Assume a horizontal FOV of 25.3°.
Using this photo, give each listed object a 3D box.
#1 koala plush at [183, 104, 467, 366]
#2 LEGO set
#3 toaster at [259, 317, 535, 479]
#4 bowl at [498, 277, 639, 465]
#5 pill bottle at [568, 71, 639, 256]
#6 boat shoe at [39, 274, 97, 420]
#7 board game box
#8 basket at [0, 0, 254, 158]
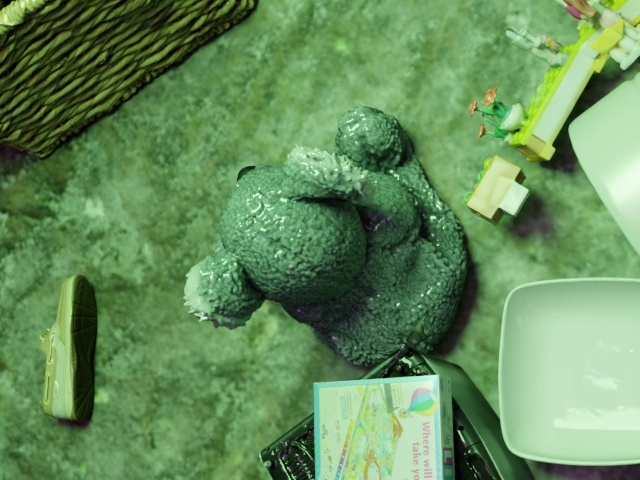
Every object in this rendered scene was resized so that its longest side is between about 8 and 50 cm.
[{"bbox_3d":[0.000,0.000,1.125,0.196,0.221,0.203,-44,66,13],"label":"koala plush"},{"bbox_3d":[0.175,-0.153,1.095,0.107,0.132,0.287,31,121,-10],"label":"LEGO set"},{"bbox_3d":[0.071,0.186,1.119,0.185,0.110,0.168,-39,67,16],"label":"toaster"},{"bbox_3d":[0.212,0.102,1.096,0.142,0.053,0.142,-2,79,26],"label":"bowl"},{"bbox_3d":[0.377,-0.119,0.952,0.392,0.224,0.224,-38,67,19],"label":"pill bottle"},{"bbox_3d":[-0.238,0.099,1.323,0.045,0.050,0.135,-2,80,21],"label":"boat shoe"},{"bbox_3d":[0.047,0.180,1.054,0.103,0.026,0.154,-6,78,26],"label":"board game box"},{"bbox_3d":[-0.252,-0.248,1.295,0.299,0.223,0.214,-32,69,19],"label":"basket"}]
